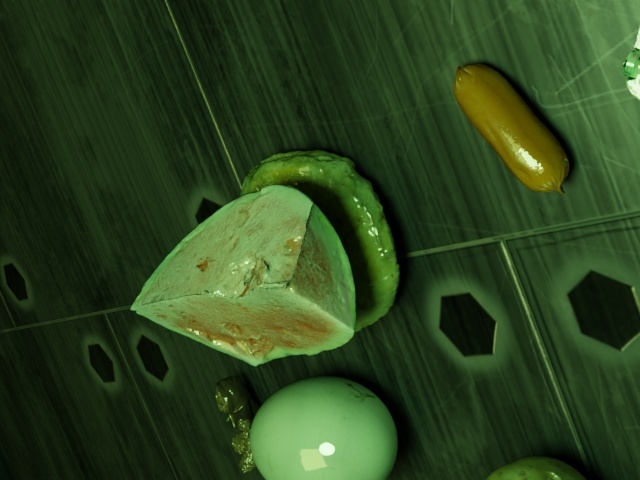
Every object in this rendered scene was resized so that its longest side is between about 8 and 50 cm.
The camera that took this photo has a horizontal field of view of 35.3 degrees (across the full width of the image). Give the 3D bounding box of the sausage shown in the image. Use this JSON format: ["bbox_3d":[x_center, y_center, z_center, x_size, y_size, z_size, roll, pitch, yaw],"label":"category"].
[{"bbox_3d":[0.201,-0.121,1.067,0.062,0.054,0.183,-40,77,22],"label":"sausage"}]

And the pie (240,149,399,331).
[{"bbox_3d":[0.000,0.000,1.347,0.277,0.078,0.277,21,125,33],"label":"pie"}]

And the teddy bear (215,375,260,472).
[{"bbox_3d":[-0.120,0.292,1.644,0.119,0.078,0.160,-119,13,-64],"label":"teddy bear"}]

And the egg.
[{"bbox_3d":[-0.002,0.283,1.419,0.264,0.183,0.183,-9,104,57],"label":"egg"}]

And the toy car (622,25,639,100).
[{"bbox_3d":[0.320,-0.189,0.895,0.069,0.055,0.142,24,118,27],"label":"toy car"}]

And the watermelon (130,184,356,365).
[{"bbox_3d":[-0.095,0.054,1.274,0.305,0.180,0.224,-13,90,42],"label":"watermelon"}]

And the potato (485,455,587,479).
[{"bbox_3d":[0.272,0.380,1.189,0.165,0.165,0.262,1,107,47],"label":"potato"}]
